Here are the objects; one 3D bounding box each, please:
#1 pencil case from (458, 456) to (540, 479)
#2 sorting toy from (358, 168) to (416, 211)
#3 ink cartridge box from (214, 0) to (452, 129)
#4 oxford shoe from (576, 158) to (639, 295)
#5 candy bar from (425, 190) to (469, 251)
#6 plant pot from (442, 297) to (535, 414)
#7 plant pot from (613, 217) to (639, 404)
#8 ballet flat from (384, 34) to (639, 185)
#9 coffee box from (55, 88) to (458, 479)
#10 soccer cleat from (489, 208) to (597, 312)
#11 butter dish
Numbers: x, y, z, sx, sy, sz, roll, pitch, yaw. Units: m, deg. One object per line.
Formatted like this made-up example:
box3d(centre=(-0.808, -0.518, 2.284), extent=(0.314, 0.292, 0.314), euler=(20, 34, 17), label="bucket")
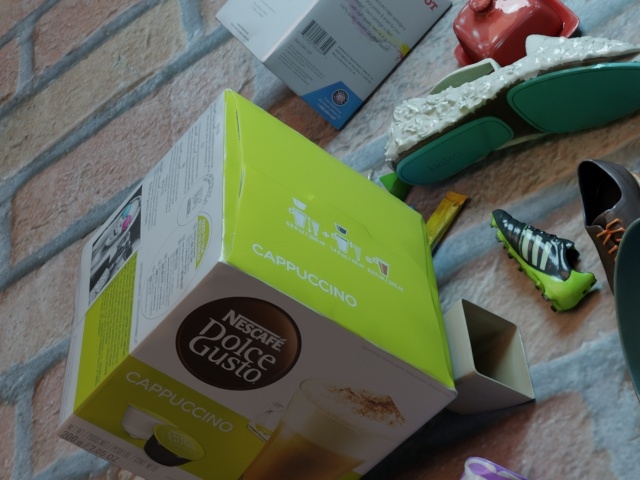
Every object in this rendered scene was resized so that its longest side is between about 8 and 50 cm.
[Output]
box3d(centre=(0.168, 0.347, 1.380), extent=(0.088, 0.086, 0.206), euler=(22, 79, 13), label="pencil case")
box3d(centre=(0.000, 0.000, 1.799), extent=(0.348, 0.047, 0.196), euler=(-17, 46, 31), label="sorting toy")
box3d(centre=(0.020, -0.360, 1.912), extent=(0.270, 0.198, 0.197), euler=(-47, 41, 5), label="ink cartridge box")
box3d(centre=(0.352, 0.017, 1.414), extent=(0.097, 0.098, 0.271), euler=(-42, 39, 29), label="oxford shoe")
box3d(centre=(0.147, 0.001, 1.683), extent=(0.040, 0.018, 0.161), euler=(27, 83, 52), label="candy bar")
box3d(centre=(0.180, 0.153, 1.491), extent=(0.096, 0.109, 0.109), euler=(-38, 42, 33), label="plant pot")
box3d(centre=(0.440, 0.093, 1.195), extent=(0.195, 0.290, 0.290), euler=(-15, 44, -10), label="plant pot")
box3d(centre=(0.252, -0.199, 1.626), extent=(0.409, 0.147, 0.147), euler=(-20, 51, 32), label="ballet flat")
box3d(centre=(-0.080, 0.093, 1.505), extent=(0.334, 0.338, 0.338), euler=(-45, 28, 28), label="coffee box")
box3d(centre=(0.276, 0.014, 1.533), extent=(0.072, 0.060, 0.179), euler=(-37, 49, 3), label="soccer cleat")
box3d(centre=(0.251, -0.308, 1.724), extent=(0.160, 0.118, 0.160), euler=(-45, 41, 10), label="butter dish")
